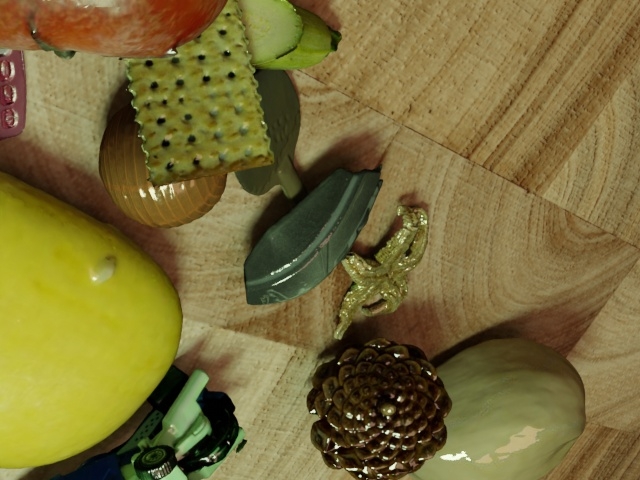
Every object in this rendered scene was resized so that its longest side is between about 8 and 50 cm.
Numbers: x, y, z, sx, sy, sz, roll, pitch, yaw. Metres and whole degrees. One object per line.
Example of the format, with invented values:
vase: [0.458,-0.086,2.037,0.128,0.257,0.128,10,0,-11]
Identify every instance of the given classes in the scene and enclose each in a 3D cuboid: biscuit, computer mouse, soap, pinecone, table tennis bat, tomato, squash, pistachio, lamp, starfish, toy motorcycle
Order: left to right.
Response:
soap: [-0.323,0.092,1.107,0.306,0.115,0.427,-49,139,-1]
tomato: [-0.186,-0.262,0.828,0.265,0.265,0.265,-21,133,-24]
toy motorcycle: [-0.240,0.294,1.291,0.331,0.196,0.125,-43,124,-23]
lamp: [-0.155,-0.080,1.087,0.136,0.136,0.136,-21,133,-24]
biscuit: [-0.127,-0.174,1.027,0.139,0.016,0.231,-14,92,-30]
table tennis bat: [-0.051,-0.099,1.209,0.131,0.022,0.234,-62,153,-22]
squash: [-0.041,-0.215,1.117,0.200,0.090,0.075,-2,158,-40]
computer mouse: [0.001,0.001,1.293,0.231,0.071,0.126,-42,160,-6]
pinecone: [0.075,0.237,1.488,0.207,0.208,0.208,-21,133,-24]
starfish: [0.082,0.050,1.437,0.150,0.053,0.210,29,103,-42]
pistachio: [0.249,0.274,1.644,0.331,0.208,0.226,-20,90,-6]

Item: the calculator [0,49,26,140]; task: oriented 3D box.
calculator: [-0.357,-0.130,0.968,0.190,0.034,0.127,-20,131,-33]
